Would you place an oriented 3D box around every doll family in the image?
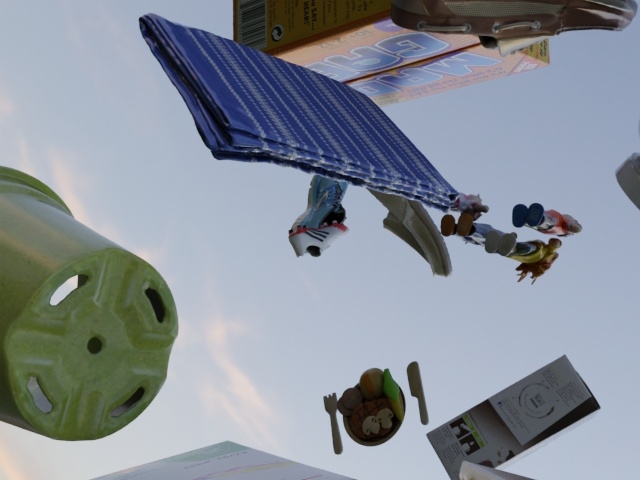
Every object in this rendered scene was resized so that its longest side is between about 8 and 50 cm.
[{"bbox_3d":[0.269,-0.006,1.441,0.263,0.163,0.118,17,-86,40],"label":"doll family"}]

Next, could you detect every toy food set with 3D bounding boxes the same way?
[{"bbox_3d":[0.085,0.283,1.609,0.038,0.192,0.132,35,36,-49],"label":"toy food set"}]

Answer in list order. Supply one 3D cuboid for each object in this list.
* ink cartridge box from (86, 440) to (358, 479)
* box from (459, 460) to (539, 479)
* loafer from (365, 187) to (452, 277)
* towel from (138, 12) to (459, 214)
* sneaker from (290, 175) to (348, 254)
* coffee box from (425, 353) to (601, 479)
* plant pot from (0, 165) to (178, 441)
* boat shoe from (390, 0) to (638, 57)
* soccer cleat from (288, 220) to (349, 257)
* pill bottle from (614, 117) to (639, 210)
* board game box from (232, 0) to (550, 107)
[{"bbox_3d":[-0.091,0.297,0.927,0.353,0.207,0.119,-5,-86,58],"label":"ink cartridge box"},{"bbox_3d":[0.228,0.241,0.860,0.164,0.021,0.201,16,-8,-4],"label":"box"},{"bbox_3d":[0.170,-0.036,1.857,0.268,0.092,0.102,61,8,3],"label":"loafer"},{"bbox_3d":[-0.022,-0.134,1.028,0.040,0.336,0.243,-56,-134,23],"label":"towel"},{"bbox_3d":[0.018,-0.048,1.412,0.073,0.162,0.063,2,-28,43],"label":"sneaker"},{"bbox_3d":[0.359,0.347,1.770,0.119,0.297,0.168,60,2,21],"label":"coffee box"},{"bbox_3d":[-0.285,0.074,0.934,0.254,0.276,0.276,14,-47,43],"label":"plant pot"},{"bbox_3d":[0.230,-0.290,1.156,0.123,0.324,0.116,-107,-152,-52],"label":"boat shoe"},{"bbox_3d":[0.000,0.000,1.018,0.029,0.083,0.035,-25,-103,43],"label":"soccer cleat"},{"bbox_3d":[0.510,-0.152,1.118,0.181,0.181,0.323,48,-61,11],"label":"pill bottle"},{"bbox_3d":[0.109,-0.442,1.489,0.356,0.356,0.356,-8,-100,43],"label":"board game box"}]
